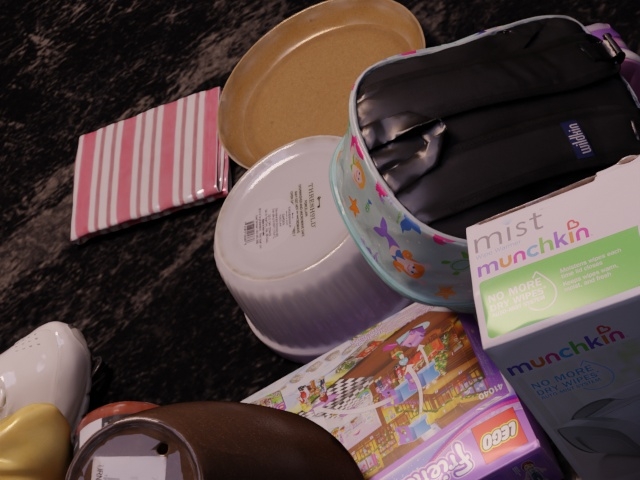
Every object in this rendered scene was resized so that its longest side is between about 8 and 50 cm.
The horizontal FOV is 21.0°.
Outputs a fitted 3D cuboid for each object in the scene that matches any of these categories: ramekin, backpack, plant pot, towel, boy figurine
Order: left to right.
[{"bbox_3d":[-0.333,0.252,1.515,0.177,0.092,0.285,28,68,33],"label":"boy figurine"},{"bbox_3d":[-0.179,-0.077,1.834,0.197,0.029,0.144,-17,50,23],"label":"towel"},{"bbox_3d":[-0.095,0.208,1.290,0.215,0.230,0.215,-6,71,18],"label":"plant pot"},{"bbox_3d":[0.000,0.000,1.586,0.207,0.109,0.207,-18,48,21],"label":"ramekin"},{"bbox_3d":[0.004,-0.152,1.762,0.236,0.032,0.236,-18,46,20],"label":"plant pot"},{"bbox_3d":[0.135,-0.054,1.416,0.253,0.191,0.225,-13,60,-27],"label":"backpack"}]

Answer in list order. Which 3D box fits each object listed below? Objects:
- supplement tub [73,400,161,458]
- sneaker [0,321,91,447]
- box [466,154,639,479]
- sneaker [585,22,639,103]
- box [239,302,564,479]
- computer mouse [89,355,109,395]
[{"bbox_3d":[-0.166,0.245,1.499,0.106,0.106,0.198,-21,46,18],"label":"supplement tub"},{"bbox_3d":[-0.331,0.187,1.610,0.297,0.129,0.111,-46,54,10],"label":"sneaker"},{"bbox_3d":[0.274,0.050,1.270,0.262,0.231,0.127,-20,46,18],"label":"box"},{"bbox_3d":[0.187,-0.135,1.592,0.236,0.095,0.104,-18,40,14],"label":"sneaker"},{"bbox_3d":[0.035,0.181,1.449,0.293,0.057,0.201,-30,44,10],"label":"box"},{"bbox_3d":[-0.303,0.156,1.716,0.193,0.042,0.106,5,63,30],"label":"computer mouse"}]
